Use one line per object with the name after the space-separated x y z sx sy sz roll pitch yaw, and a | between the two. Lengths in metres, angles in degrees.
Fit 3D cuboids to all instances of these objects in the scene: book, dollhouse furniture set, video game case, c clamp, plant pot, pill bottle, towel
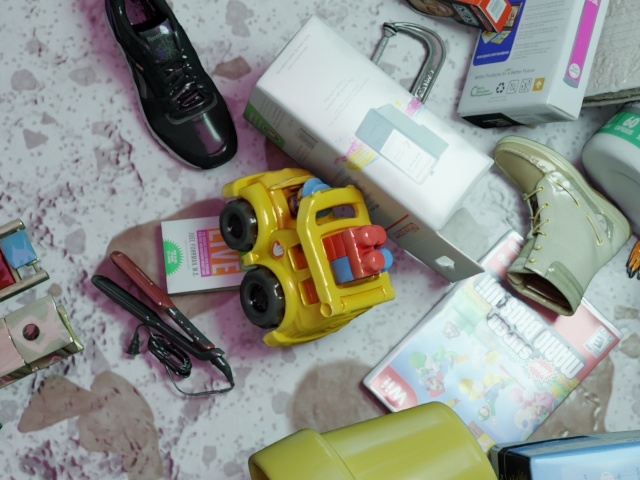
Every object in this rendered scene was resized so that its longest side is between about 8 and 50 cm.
-0.129 0.016 1.797 0.144 0.035 0.096 -7 79 -2 | book
-0.395 0.076 1.717 0.129 0.129 0.183 -26 84 -7 | dollhouse furniture set
0.223 0.153 1.797 0.204 0.025 0.285 44 81 4 | video game case
0.087 -0.228 1.854 0.137 0.022 0.160 32 80 2 | c clamp
0.076 0.314 1.650 0.239 0.254 0.254 -27 83 -13 | plant pot
0.525 -0.168 1.780 0.361 0.204 0.204 -44 86 -10 | pill bottle
0.373 -0.263 1.765 0.049 0.282 0.187 23 73 -36 | towel

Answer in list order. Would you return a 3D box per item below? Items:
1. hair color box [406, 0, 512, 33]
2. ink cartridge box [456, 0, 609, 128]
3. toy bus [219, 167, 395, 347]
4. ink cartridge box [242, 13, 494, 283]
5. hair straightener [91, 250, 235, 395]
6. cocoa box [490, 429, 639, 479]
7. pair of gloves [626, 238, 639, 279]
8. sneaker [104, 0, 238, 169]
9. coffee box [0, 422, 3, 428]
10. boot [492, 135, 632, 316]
0.172 -0.318 1.816 0.141 0.072 0.043 23 79 38 | hair color box
0.297 -0.329 1.806 0.069 0.176 0.370 20 79 -33 | ink cartridge box
0.000 0.000 1.693 0.149 0.211 0.220 -13 82 -39 | toy bus
0.081 -0.104 1.732 0.353 0.207 0.119 39 80 -2 | ink cartridge box
-0.204 0.120 1.775 0.230 0.047 0.089 42 102 -2 | hair straightener
0.350 0.406 1.646 0.232 0.228 0.347 -6 85 -5 | cocoa box
0.449 0.031 1.839 0.083 0.010 0.074 32 80 1 | pair of gloves
-0.201 -0.221 1.782 0.107 0.124 0.283 -30 84 -7 | sneaker
-0.494 0.266 1.724 0.113 0.040 0.184 38 81 3 | coffee box
0.279 -0.020 1.784 0.213 0.077 0.165 40 63 0 | boot
